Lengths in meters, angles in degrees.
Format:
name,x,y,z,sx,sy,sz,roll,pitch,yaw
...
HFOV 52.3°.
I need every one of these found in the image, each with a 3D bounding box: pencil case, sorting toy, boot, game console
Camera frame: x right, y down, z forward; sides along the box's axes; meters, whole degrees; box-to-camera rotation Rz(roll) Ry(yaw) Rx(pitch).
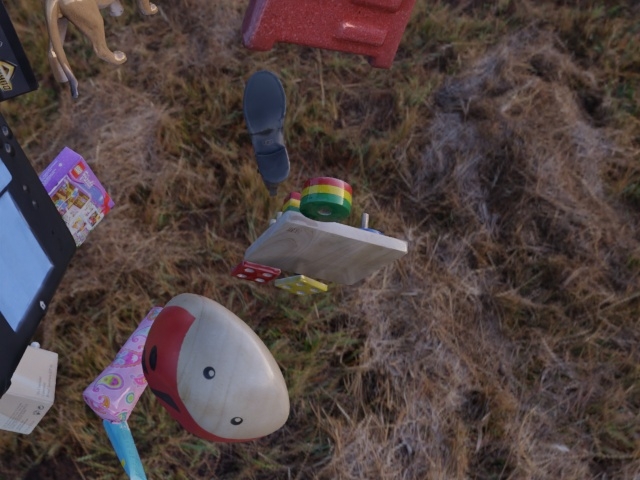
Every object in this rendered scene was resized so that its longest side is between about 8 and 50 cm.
name,x,y,z,sx,sy,sz,roll,pitch,yaw
pencil case,-0.423,0.287,1.521,0.124,0.124,0.284,21,55,22
sorting toy,0.000,0.000,0.697,0.132,0.274,0.046,14,66,-20
boot,-0.124,-0.230,1.462,0.091,0.229,0.263,-6,94,-7
game console,-0.443,-0.034,0.825,0.060,0.342,0.386,-22,27,7

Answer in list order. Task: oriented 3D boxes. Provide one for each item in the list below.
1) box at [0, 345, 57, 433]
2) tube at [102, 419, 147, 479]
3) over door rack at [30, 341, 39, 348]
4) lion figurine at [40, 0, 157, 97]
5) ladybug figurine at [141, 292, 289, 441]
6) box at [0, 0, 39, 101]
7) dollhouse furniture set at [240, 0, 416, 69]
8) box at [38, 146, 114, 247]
name,x,y,z,sx,sy,sz,roll,pitch,yaw
box,-0.718,0.277,1.334,0.121,0.311,0.148,-47,38,23
tube,-0.446,0.487,1.503,0.052,0.080,0.207,-40,47,-4
over door rack,-0.828,0.257,1.627,0.239,0.324,0.108,0,44,37
lion figurine,-0.414,-0.472,1.189,0.142,0.240,0.392,4,54,7
ladybug figurine,-0.220,0.254,1.229,0.162,0.449,0.305,-34,98,-26
box,-0.672,-0.330,1.104,0.293,0.295,0.073,-27,65,-19
dollhouse furniture set,-0.120,-0.218,0.320,0.374,0.152,0.201,-4,40,-40
box,-0.669,-0.093,1.726,0.057,0.293,0.201,32,72,11
